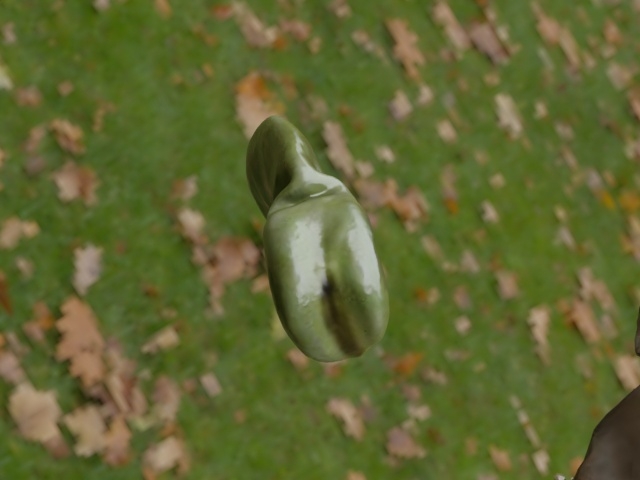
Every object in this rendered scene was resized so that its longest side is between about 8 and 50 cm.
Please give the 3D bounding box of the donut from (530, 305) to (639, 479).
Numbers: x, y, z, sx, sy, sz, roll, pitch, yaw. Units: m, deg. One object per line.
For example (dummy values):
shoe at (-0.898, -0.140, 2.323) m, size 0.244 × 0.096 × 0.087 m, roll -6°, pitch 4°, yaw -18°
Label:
donut at (0.207, 0.107, 0.674) m, size 0.259 × 0.136 × 0.345 m, roll 56°, pitch 34°, yaw -4°

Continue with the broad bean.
broad bean at (-0.003, 0.000, 1.287) m, size 0.207 × 0.072 × 0.153 m, roll -106°, pitch -179°, yaw -64°
